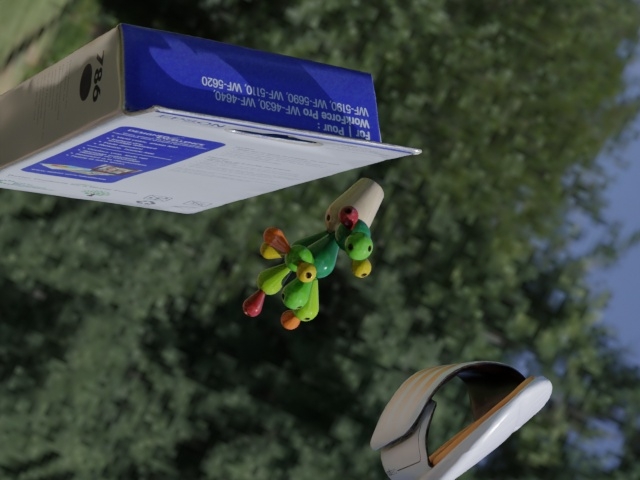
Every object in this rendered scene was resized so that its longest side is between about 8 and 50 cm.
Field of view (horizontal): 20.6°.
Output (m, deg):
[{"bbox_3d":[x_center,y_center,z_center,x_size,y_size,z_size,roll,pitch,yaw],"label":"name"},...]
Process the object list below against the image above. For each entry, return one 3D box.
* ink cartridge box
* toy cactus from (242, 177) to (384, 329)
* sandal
[{"bbox_3d":[-0.085,-0.071,1.078,0.333,0.165,0.065,-9,-106,62],"label":"ink cartridge box"},{"bbox_3d":[0.000,0.000,1.886,0.180,0.112,0.219,-53,-175,-31],"label":"toy cactus"},{"bbox_3d":[0.076,0.139,1.276,0.102,0.076,0.265,-35,173,-26],"label":"sandal"}]
